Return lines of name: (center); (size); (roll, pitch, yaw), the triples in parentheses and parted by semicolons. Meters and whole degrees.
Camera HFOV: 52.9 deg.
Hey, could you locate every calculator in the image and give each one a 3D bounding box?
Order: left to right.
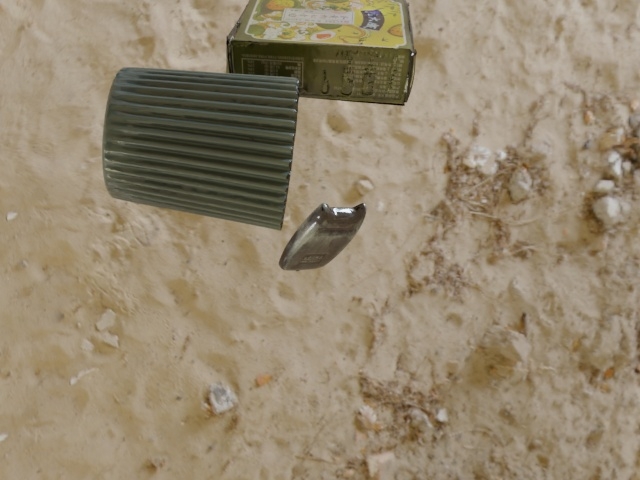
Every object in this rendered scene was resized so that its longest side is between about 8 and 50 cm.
calculator: (0.000, 0.000, 1.599); (0.177, 0.268, 0.040); (-3, 57, -35)

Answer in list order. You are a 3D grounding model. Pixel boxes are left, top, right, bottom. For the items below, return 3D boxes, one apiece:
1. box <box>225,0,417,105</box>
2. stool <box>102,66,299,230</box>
box: (0.010, -0.477, 1.549); (0.419, 0.373, 0.138); (5, 126, 1)
stool: (-0.220, -0.183, 1.228); (0.329, 0.297, 0.298); (7, 95, -5)
